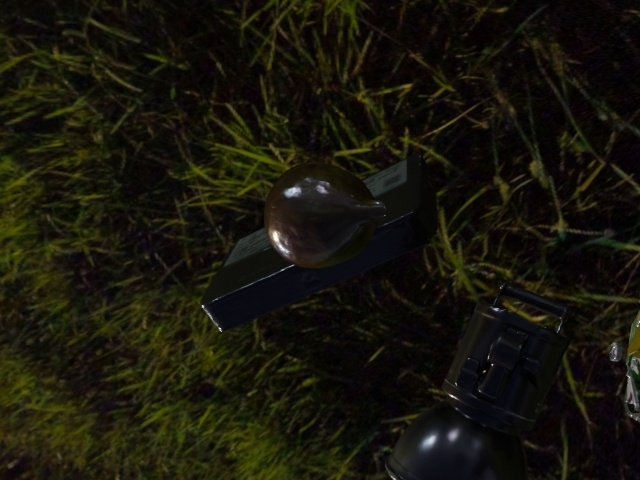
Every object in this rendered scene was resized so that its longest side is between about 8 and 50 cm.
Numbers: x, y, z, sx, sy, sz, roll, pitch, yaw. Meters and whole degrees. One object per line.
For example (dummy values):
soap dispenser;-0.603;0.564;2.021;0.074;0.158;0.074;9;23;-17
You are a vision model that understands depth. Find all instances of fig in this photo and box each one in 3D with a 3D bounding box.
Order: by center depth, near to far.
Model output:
fig;0.012;-0.028;0.608;0.154;0.103;0.109;-11;68;48

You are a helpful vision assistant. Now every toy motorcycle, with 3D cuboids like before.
toy motorcycle;0.413;0.129;0.759;0.074;0.106;0.190;11;81;3

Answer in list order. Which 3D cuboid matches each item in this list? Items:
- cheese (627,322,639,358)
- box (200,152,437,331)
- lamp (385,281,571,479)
cheese;0.357;0.064;0.532;0.093;0.171;0.126;26;85;12
box;0.000;0.000;0.897;0.350;0.211;0.058;-25;111;22
lamp;0.173;0.153;0.625;0.147;0.172;0.227;22;90;24
